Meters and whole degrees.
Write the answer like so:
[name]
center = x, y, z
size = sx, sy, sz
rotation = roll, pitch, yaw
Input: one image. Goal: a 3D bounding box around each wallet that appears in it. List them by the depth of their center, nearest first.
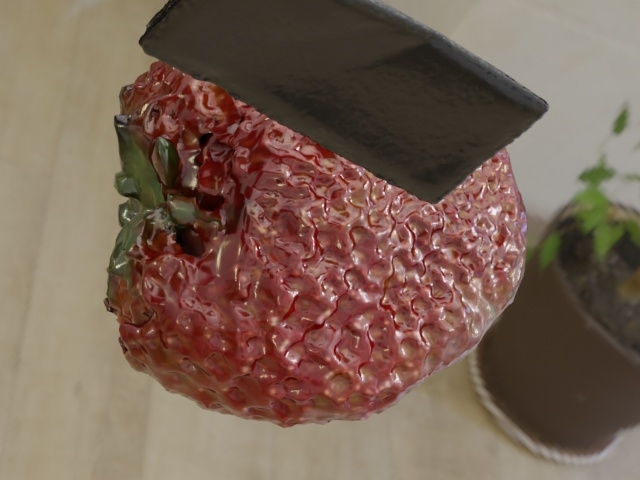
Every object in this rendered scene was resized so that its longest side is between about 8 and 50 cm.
[wallet]
center = 0.018, -0.108, 1.071
size = 0.244, 0.124, 0.025
rotation = 27, 46, -26

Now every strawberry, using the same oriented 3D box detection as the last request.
[strawberry]
center = 0.000, 0.000, 1.369
size = 0.351, 0.267, 0.312
rotation = 1, 71, -16
